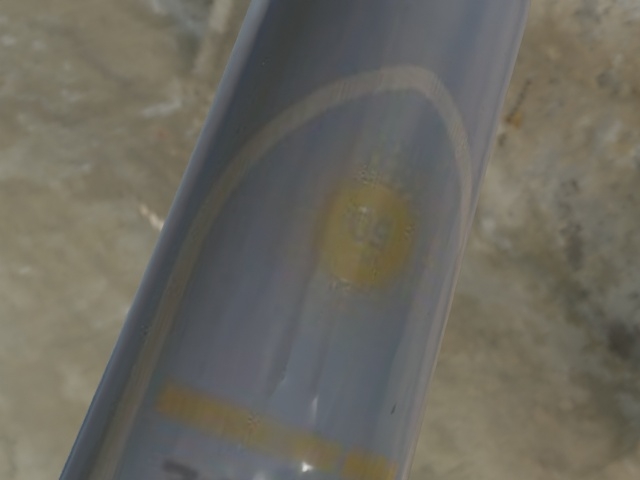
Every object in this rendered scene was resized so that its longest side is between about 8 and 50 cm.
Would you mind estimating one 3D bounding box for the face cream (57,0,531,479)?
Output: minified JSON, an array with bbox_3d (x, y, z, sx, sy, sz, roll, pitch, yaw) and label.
[{"bbox_3d":[0.000,0.000,0.560,0.086,0.136,0.385,-5,-115,63],"label":"face cream"}]
